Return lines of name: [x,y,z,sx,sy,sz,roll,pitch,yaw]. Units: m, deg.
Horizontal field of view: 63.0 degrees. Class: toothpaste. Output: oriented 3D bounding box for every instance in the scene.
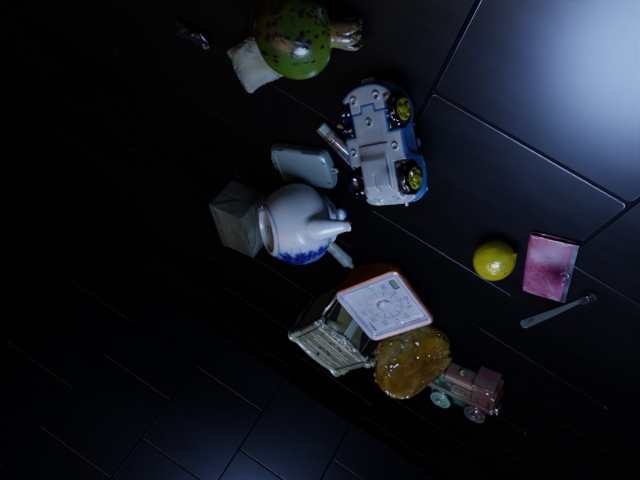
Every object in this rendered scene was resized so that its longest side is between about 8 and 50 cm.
toothpaste: [0.071,-0.248,1.465,0.205,0.036,0.056,42,147,-18]
toothpaste: [0.044,0.030,1.842,0.218,0.041,0.064,42,144,-23]

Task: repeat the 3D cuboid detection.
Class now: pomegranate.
pomegranate: [-0.030,-0.459,1.155,0.247,0.202,0.202,-3,141,4]

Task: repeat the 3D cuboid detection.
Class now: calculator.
calculator: [-0.050,-0.228,1.597,0.245,0.045,0.141,13,143,33]

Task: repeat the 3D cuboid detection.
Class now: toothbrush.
toothbrush: [0.669,0.205,1.494,0.030,0.030,0.297,59,153,12]

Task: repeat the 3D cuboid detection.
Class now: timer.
timer: [0.232,0.200,1.800,0.249,0.161,0.257,-15,123,43]

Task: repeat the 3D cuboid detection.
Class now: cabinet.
cabinet: [0.084,0.359,2.088,0.290,0.227,0.318,41,149,-7]

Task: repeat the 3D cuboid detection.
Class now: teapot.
teapot: [-0.043,-0.058,1.639,0.424,0.279,0.253,19,121,64]

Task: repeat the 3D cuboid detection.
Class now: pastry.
pastry: [0.325,0.429,1.916,0.255,0.310,0.162,65,169,-27]

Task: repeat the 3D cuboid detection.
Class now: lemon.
lemon: [0.467,0.054,1.409,0.109,0.109,0.133,44,141,-14]

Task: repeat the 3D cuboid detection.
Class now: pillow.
pillow: [-0.152,-0.471,1.362,0.229,0.051,0.128,-6,122,47]

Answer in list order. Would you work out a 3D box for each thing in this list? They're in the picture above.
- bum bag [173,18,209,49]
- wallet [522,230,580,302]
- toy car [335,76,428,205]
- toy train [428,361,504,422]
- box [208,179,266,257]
bum bag: [-0.360,-0.572,1.447,0.124,0.034,0.058,28,158,13]
wallet: [0.603,0.072,1.380,0.119,0.025,0.232,18,144,29]
toy car: [0.164,-0.237,1.275,0.198,0.165,0.315,-3,103,44]
toy train: [0.547,0.559,2.002,0.304,0.150,0.222,18,135,30]
box: [-0.291,-0.077,1.937,0.148,0.155,0.231,22,145,22]
